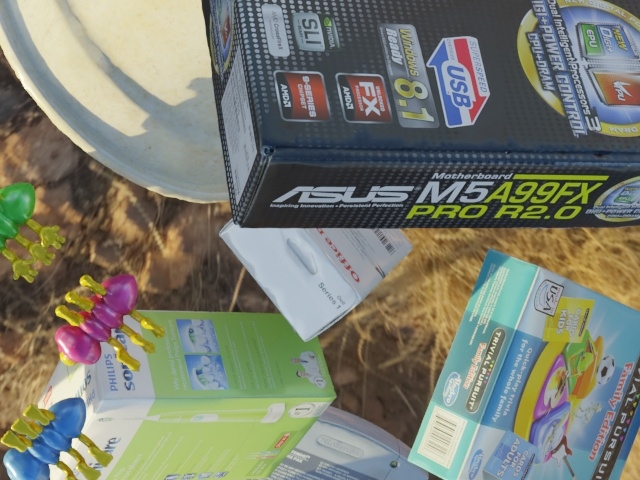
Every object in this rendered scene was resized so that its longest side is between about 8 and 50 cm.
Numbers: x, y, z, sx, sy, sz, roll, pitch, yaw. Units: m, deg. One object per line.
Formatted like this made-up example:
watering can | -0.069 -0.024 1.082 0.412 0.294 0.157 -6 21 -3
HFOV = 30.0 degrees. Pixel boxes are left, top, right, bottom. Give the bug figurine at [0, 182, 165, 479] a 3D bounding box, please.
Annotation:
bug figurine | -0.262 0.075 0.973 0.216 0.072 0.279 -47 112 -2

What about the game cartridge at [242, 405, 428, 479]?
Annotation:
game cartridge | -0.001 0.343 1.779 0.297 0.062 0.198 24 108 -14

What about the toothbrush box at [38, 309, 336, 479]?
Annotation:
toothbrush box | -0.158 0.185 1.386 0.283 0.122 0.206 2 142 -29

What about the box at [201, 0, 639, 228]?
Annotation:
box | 0.051 -0.134 0.581 0.216 0.060 0.270 0 60 -17

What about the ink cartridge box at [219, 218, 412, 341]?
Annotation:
ink cartridge box | 0.000 0.000 1.370 0.092 0.219 0.160 -39 89 25

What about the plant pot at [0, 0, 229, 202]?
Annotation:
plant pot | -0.052 -0.247 0.983 0.305 0.334 0.334 -33 106 37

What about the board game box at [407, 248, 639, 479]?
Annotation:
board game box | 0.275 0.177 1.417 0.336 0.079 0.254 20 91 -45
